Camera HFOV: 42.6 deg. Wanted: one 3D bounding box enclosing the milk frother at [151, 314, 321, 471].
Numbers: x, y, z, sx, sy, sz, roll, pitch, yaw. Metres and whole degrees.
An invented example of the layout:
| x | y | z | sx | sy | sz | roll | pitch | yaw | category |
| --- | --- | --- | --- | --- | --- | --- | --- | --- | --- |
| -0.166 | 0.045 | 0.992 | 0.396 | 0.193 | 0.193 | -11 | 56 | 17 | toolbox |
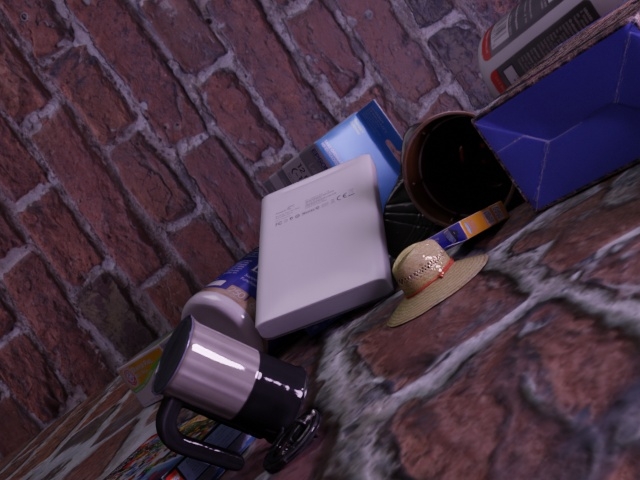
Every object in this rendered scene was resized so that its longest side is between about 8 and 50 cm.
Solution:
| x | y | z | sx | sy | sz | roll | pitch | yaw | category |
| --- | --- | --- | --- | --- | --- | --- | --- | --- | --- |
| -0.079 | 0.147 | 0.781 | 0.143 | 0.134 | 0.129 | -35 | 34 | 53 | milk frother |

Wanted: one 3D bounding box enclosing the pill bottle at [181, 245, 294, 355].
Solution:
| x | y | z | sx | sy | sz | roll | pitch | yaw | category |
| --- | --- | --- | --- | --- | --- | --- | --- | --- | --- |
| -0.092 | 0.096 | 1.351 | 0.153 | 0.153 | 0.264 | -32 | 6 | 42 | pill bottle |

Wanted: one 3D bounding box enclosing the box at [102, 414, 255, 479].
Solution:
| x | y | z | sx | sy | sz | roll | pitch | yaw | category |
| --- | --- | --- | --- | --- | --- | --- | --- | --- | --- |
| -0.175 | 0.259 | 0.932 | 0.233 | 0.044 | 0.159 | -32 | 6 | 41 | box |

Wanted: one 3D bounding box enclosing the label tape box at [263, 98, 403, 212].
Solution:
| x | y | z | sx | sy | sz | roll | pitch | yaw | category |
| --- | --- | --- | --- | --- | --- | --- | --- | --- | --- |
| 0.058 | -0.107 | 1.736 | 0.115 | 0.249 | 0.347 | -38 | 5 | -34 | label tape box |

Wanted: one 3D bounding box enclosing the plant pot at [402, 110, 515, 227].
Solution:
| x | y | z | sx | sy | sz | roll | pitch | yaw | category |
| --- | --- | --- | --- | --- | --- | --- | --- | --- | --- |
| 0.228 | -0.114 | 1.201 | 0.167 | 0.167 | 0.165 | -33 | -4 | 32 | plant pot |

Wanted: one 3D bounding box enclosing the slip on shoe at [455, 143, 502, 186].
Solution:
| x | y | z | sx | sy | sz | roll | pitch | yaw | category |
| --- | --- | --- | --- | --- | --- | --- | --- | --- | --- |
| 0.342 | -0.181 | 1.267 | 0.331 | 0.123 | 0.101 | -29 | 10 | 19 | slip on shoe |

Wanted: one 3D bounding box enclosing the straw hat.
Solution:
| x | y | z | sx | sy | sz | roll | pitch | yaw | category |
| --- | --- | --- | --- | --- | --- | --- | --- | --- | --- |
| 0.120 | 0.034 | 0.962 | 0.144 | 0.061 | 0.144 | -36 | 4 | 3 | straw hat |

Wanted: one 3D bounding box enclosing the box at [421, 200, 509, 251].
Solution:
| x | y | z | sx | sy | sz | roll | pitch | yaw | category |
| --- | --- | --- | --- | --- | --- | --- | --- | --- | --- |
| 0.178 | -0.010 | 1.055 | 0.081 | 0.028 | 0.136 | -32 | -8 | 40 | box |

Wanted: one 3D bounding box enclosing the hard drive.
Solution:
| x | y | z | sx | sy | sz | roll | pitch | yaw | category |
| --- | --- | --- | --- | --- | --- | --- | --- | --- | --- |
| 0.000 | 0.000 | 1.255 | 0.203 | 0.040 | 0.308 | -22 | 37 | 15 | hard drive |

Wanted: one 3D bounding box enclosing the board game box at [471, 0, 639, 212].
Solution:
| x | y | z | sx | sy | sz | roll | pitch | yaw | category |
| --- | --- | --- | --- | --- | --- | --- | --- | --- | --- |
| 0.364 | -0.194 | 1.003 | 0.232 | 0.141 | 0.291 | -31 | 6 | 45 | board game box |

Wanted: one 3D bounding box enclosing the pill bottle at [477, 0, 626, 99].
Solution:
| x | y | z | sx | sy | sz | roll | pitch | yaw | category |
| --- | --- | --- | --- | --- | --- | --- | --- | --- | --- |
| 0.450 | -0.358 | 1.347 | 0.210 | 0.210 | 0.363 | -39 | 2 | -40 | pill bottle |

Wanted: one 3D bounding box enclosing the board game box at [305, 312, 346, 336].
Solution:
| x | y | z | sx | sy | sz | roll | pitch | yaw | category |
| --- | --- | --- | --- | --- | --- | --- | --- | --- | --- |
| 0.023 | 0.104 | 1.247 | 0.090 | 0.020 | 0.090 | -35 | 5 | 12 | board game box |

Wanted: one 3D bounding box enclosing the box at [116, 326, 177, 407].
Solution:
| x | y | z | sx | sy | sz | roll | pitch | yaw | category |
| --- | --- | --- | --- | --- | --- | --- | --- | --- | --- |
| -0.314 | 0.254 | 1.702 | 0.203 | 0.103 | 0.114 | -31 | 5 | 46 | box |

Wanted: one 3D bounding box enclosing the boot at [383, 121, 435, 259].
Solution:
| x | y | z | sx | sy | sz | roll | pitch | yaw | category |
| --- | --- | --- | --- | --- | --- | --- | --- | --- | --- |
| 0.167 | -0.050 | 1.340 | 0.179 | 0.085 | 0.237 | 59 | -140 | -61 | boot |
